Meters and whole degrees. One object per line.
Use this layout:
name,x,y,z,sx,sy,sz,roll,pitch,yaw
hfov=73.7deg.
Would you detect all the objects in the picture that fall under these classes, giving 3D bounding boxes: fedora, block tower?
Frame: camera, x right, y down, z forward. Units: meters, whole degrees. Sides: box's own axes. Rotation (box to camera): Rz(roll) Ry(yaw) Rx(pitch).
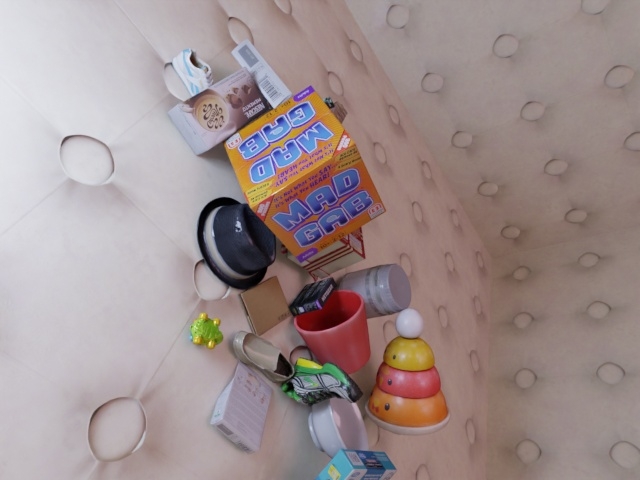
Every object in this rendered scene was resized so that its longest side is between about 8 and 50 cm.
fedora,-0.252,-0.005,1.445,0.334,0.153,0.333,25,56,-45
block tower,0.036,-0.574,2.128,0.091,0.097,0.335,51,39,-26

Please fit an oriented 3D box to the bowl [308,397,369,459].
bowl,0.048,0.663,1.533,0.297,0.134,0.297,58,14,-24

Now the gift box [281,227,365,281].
gift box,0.000,0.000,1.683,0.255,0.258,0.276,39,39,-38

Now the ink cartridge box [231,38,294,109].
ink cartridge box,-0.167,-0.564,1.694,0.308,0.091,0.385,53,4,17

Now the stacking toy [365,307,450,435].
stacking toy,0.362,0.517,1.781,0.351,0.351,0.478,-5,96,-54

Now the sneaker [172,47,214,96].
sneaker,-0.421,-0.564,1.516,0.228,0.092,0.087,53,38,-26

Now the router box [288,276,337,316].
router box,-0.027,0.215,1.648,0.046,0.133,0.179,63,30,-13

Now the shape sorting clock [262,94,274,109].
shape sorting clock,-0.241,-0.664,1.841,0.206,0.040,0.206,26,56,-45

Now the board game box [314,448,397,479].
board game box,0.057,0.825,1.371,0.254,0.336,0.079,31,10,-43

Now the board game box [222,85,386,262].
board game box,-0.052,-0.217,1.456,0.356,0.357,0.356,53,7,-52

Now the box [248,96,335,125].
box,-0.107,-0.404,1.614,0.322,0.232,0.058,-24,73,-11

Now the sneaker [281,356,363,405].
sneaker,0.003,0.495,1.416,0.134,0.344,0.146,51,56,-19

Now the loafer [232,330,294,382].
loafer,-0.181,0.382,1.422,0.268,0.092,0.101,47,39,-33

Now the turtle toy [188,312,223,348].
turtle toy,-0.340,0.278,1.279,0.130,0.066,0.095,36,51,-40

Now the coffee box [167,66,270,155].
coffee box,-0.342,-0.445,1.466,0.297,0.119,0.168,-43,114,-29

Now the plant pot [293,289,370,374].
plant pot,0.067,0.362,1.637,0.275,0.275,0.242,-48,124,-50

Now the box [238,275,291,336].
box,-0.195,0.232,1.530,0.201,0.021,0.164,-25,96,-54

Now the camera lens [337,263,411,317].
camera lens,0.230,0.229,1.878,0.220,0.275,0.219,26,56,-45

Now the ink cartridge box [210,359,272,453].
ink cartridge box,-0.241,0.517,1.341,0.181,0.056,0.224,52,21,-25
